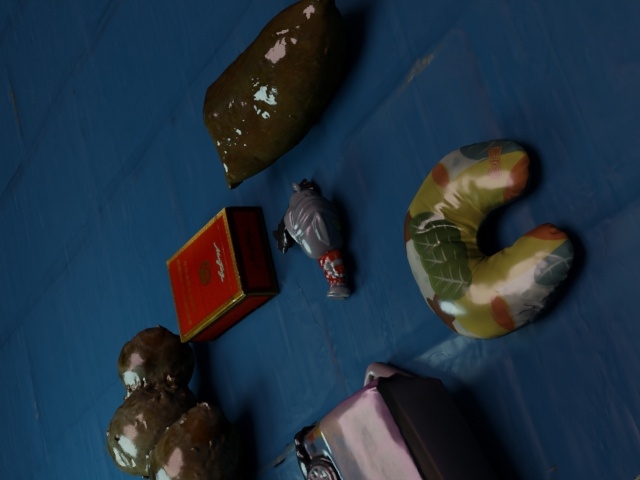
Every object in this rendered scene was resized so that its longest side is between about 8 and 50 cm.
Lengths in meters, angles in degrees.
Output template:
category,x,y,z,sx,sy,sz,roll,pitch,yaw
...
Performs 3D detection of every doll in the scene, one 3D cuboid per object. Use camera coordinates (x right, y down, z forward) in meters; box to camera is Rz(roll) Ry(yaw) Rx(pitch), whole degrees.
category,x,y,z,sx,sy,sz,roll,pitch,yaw
doll,0.000,0.000,1.673,0.094,0.079,0.180,131,119,-76

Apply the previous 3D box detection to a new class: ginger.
category,x,y,z,sx,sy,sz,roll,pitch,yaw
ginger,-0.235,0.330,1.944,0.375,0.176,0.256,47,124,44

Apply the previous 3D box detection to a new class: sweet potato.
category,x,y,z,sx,sy,sz,roll,pitch,yaw
sweet potato,-0.057,-0.222,1.694,0.369,0.158,0.158,-41,57,41

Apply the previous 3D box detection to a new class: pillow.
category,x,y,z,sx,sy,sz,roll,pitch,yaw
pillow,0.190,-0.001,1.381,0.214,0.086,0.233,-41,54,37

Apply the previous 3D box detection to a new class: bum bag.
category,x,y,z,sx,sy,sz,roll,pitch,yaw
bum bag,-0.038,-0.033,1.758,0.124,0.034,0.058,-61,34,36

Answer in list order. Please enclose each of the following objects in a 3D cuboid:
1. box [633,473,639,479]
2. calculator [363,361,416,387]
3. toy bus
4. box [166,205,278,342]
category,x,y,z,sx,sy,sz,roll,pitch,yaw
box,0.314,0.336,1.141,0.148,0.129,0.210,40,124,51
calculator,0.106,0.221,1.545,0.175,0.032,0.100,17,106,56
toy bus,0.134,0.339,1.351,0.162,0.171,0.386,-52,56,38
box,-0.164,0.058,1.924,0.240,0.074,0.153,-38,56,52
